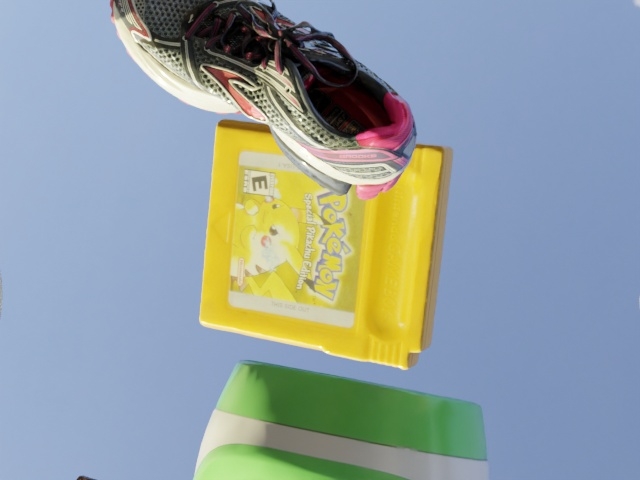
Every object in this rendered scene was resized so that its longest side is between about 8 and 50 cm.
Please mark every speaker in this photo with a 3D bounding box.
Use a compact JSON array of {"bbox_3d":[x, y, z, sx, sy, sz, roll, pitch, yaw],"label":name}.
[{"bbox_3d":[-0.010,0.205,0.491,0.131,0.131,0.296,5,-99,40],"label":"speaker"}]

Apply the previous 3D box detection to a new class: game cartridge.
[{"bbox_3d":[0.000,0.000,1.511,0.323,0.052,0.285,9,-81,27],"label":"game cartridge"}]

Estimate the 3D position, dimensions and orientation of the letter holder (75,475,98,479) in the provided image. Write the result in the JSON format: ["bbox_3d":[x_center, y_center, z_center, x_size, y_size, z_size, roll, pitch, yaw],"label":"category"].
[{"bbox_3d":[-0.152,0.410,1.228,0.302,0.152,0.214,13,-135,10],"label":"letter holder"}]

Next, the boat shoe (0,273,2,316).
[{"bbox_3d":[-0.335,-0.028,0.951,0.127,0.113,0.340,-10,-122,5],"label":"boat shoe"}]

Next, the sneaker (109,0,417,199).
[{"bbox_3d":[-0.043,-0.157,1.008,0.299,0.112,0.121,31,-107,3],"label":"sneaker"}]
